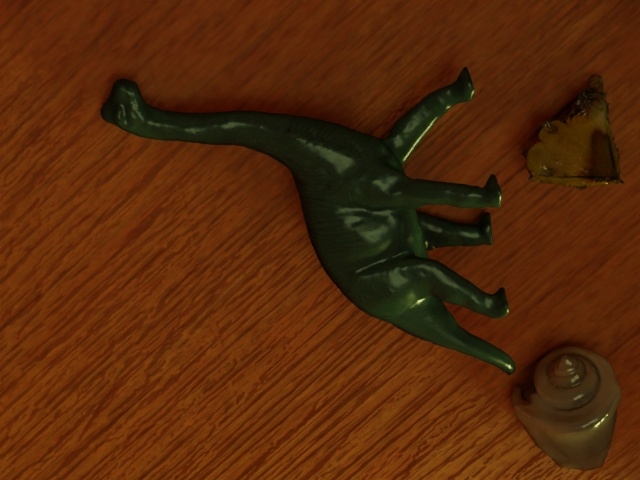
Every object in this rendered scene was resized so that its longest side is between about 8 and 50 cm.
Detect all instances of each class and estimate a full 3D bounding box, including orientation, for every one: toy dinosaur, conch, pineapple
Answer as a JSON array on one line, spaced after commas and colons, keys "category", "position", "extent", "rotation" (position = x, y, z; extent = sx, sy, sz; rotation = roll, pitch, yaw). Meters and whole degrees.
[{"category": "toy dinosaur", "position": [0.000, 0.000, 1.165], "extent": [0.330, 0.129, 0.384], "rotation": [-9, 120, 4]}, {"category": "conch", "position": [0.264, 0.179, 1.329], "extent": [0.104, 0.094, 0.176], "rotation": [-33, 147, -10]}, {"category": "pineapple", "position": [0.250, -0.098, 1.178], "extent": [0.114, 0.077, 0.114], "rotation": [2, 103, -19]}]
